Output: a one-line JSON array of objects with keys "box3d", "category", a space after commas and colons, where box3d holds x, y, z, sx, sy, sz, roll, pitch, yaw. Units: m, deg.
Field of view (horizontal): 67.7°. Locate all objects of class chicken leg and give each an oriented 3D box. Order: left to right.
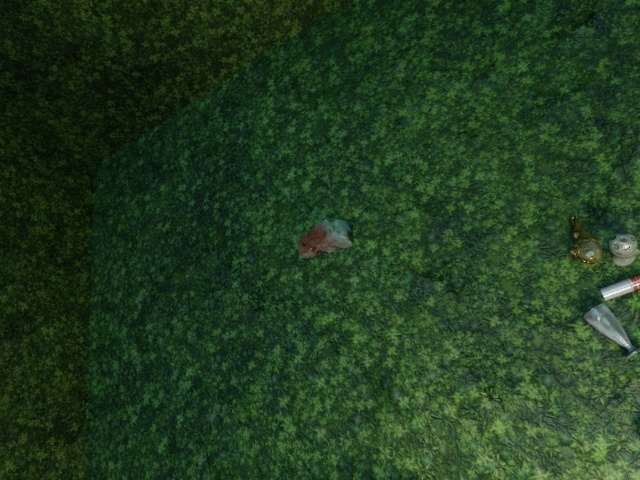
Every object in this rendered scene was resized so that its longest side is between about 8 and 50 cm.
[{"box3d": [0.797, -0.003, 1.465, 0.093, 0.070, 0.178, -8, 57, 9], "category": "chicken leg"}]

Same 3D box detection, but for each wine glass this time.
[{"box3d": [0.821, 0.254, 1.341, 0.073, 0.073, 0.155, -39, 56, 12], "category": "wine glass"}]

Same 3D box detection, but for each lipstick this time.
[{"box3d": [0.879, 0.133, 1.375, 0.131, 0.038, 0.038, -26, 59, 20], "category": "lipstick"}]

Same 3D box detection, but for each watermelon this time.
[{"box3d": [0.000, 0.000, 1.914, 0.241, 0.154, 0.094, -28, 58, 34], "category": "watermelon"}]

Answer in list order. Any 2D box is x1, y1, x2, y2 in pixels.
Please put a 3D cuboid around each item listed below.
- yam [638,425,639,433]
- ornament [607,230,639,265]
[{"box3d": [0.884, 0.594, 1.173, 0.066, 0.066, 0.299, -25, 59, 21], "category": "yam"}, {"box3d": [0.864, 0.021, 1.357, 0.081, 0.156, 0.074, 29, 88, 36], "category": "ornament"}]
